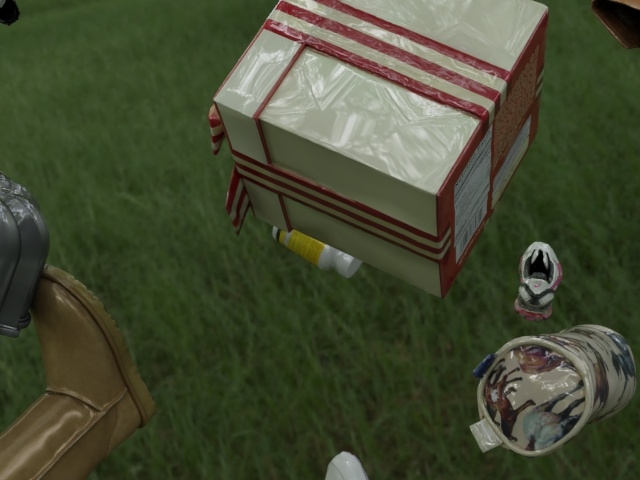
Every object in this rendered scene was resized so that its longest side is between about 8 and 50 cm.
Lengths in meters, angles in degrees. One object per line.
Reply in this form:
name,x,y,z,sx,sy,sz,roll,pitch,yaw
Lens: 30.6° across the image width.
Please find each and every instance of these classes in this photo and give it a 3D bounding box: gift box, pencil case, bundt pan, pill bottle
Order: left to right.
bundt pan,-0.409,-0.038,1.156,0.331,0.124,0.331,30,4,-3
pill bottle,0.000,0.000,1.536,0.116,0.065,0.065,32,35,18
gift box,0.048,-0.107,1.131,0.258,0.276,0.255,26,64,17
pencil case,0.355,0.214,1.736,0.184,0.159,0.410,-26,-12,22

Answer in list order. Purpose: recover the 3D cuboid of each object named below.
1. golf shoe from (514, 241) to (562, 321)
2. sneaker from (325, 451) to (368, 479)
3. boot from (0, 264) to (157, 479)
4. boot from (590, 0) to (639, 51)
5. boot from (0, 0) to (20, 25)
golf shoe,0.337,0.044,1.778,0.068,0.086,0.186,11,30,6
sneaker,0.004,0.478,1.815,0.152,0.305,0.114,3,12,-26
boot,-0.306,0.192,1.205,0.089,0.236,0.269,-3,34,44
boot,0.385,-0.309,1.349,0.220,0.109,0.283,-33,61,-20
boot,-0.496,-0.360,1.799,0.077,0.137,0.198,-50,-16,3
